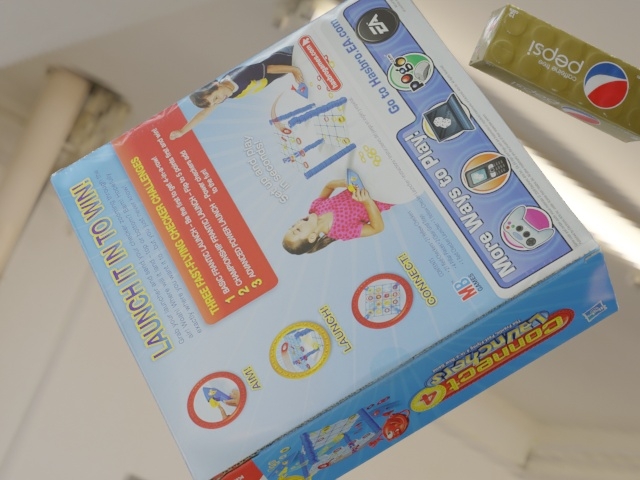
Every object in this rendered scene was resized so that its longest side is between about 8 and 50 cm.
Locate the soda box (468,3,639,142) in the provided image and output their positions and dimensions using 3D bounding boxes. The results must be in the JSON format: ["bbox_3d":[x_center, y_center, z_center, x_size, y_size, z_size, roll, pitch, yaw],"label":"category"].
[{"bbox_3d":[0.239,-0.160,1.510,0.181,0.061,0.058,25,-3,-9],"label":"soda box"}]

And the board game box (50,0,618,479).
[{"bbox_3d":[0.000,0.000,1.114,0.308,0.302,0.086,59,0,37],"label":"board game box"}]
